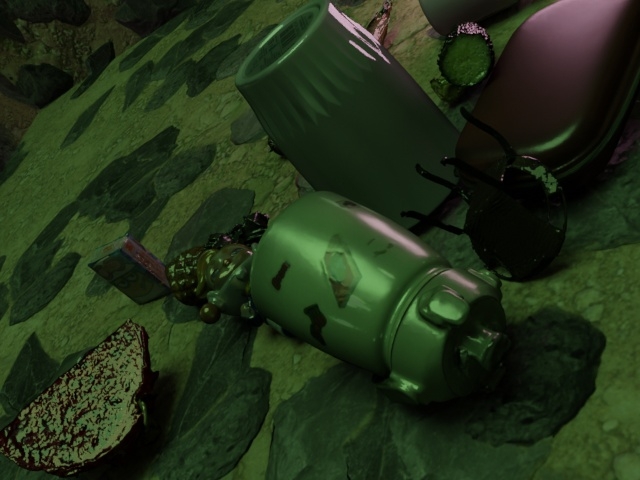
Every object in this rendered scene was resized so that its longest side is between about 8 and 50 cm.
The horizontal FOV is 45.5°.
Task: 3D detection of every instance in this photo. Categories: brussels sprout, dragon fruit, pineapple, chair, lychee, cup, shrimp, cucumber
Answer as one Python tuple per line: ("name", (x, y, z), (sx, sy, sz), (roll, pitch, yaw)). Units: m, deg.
("brussels sprout", (0.253, -0.292, 1.451), (0.085, 0.058, 0.085), (-23, 4, 2))
("dragon fruit", (-0.376, 0.326, 1.345), (0.317, 0.152, 0.205), (-40, 51, -12))
("pineapple", (-0.194, 0.027, 1.516), (0.237, 0.111, 0.119), (-35, 47, 3))
("chair", (0.234, -0.054, 1.060), (0.174, 0.213, 0.149), (-54, 2, 39))
("lychee", (-0.085, -0.224, 1.732), (0.083, 0.068, 0.067), (-43, 73, -7))
("cup", (0.052, -0.197, 1.278), (0.253, 0.371, 0.253), (-36, 26, 21))
("shrimp", (0.096, -0.456, 1.815), (0.145, 0.059, 0.254), (-13, 47, 53))
("cucumber", (0.267, -0.346, 1.387), (0.096, 0.096, 0.359), (-30, 10, 20))

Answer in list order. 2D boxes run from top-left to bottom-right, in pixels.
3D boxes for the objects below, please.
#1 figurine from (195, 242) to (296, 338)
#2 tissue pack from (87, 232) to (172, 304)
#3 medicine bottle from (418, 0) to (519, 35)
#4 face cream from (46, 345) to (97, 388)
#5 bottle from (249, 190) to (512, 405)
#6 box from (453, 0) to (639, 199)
("figurine", (-0.103, 0.080, 1.344), (0.274, 0.133, 0.193), (1, 55, 36))
("tissue pack", (-0.404, 0.063, 1.652), (0.116, 0.155, 0.065), (-22, 37, 32))
("medicine bottle", (0.334, -0.533, 1.554), (0.255, 0.152, 0.152), (-20, 38, 30))
("face cream", (-0.504, 0.276, 1.585), (0.314, 0.089, 0.143), (-19, 39, 45))
("bottle", (0.099, 0.088, 1.014), (0.352, 0.229, 0.229), (26, 71, 35))
("box", (0.369, -0.230, 1.194), (0.263, 0.108, 0.404), (-1, 51, 49))
